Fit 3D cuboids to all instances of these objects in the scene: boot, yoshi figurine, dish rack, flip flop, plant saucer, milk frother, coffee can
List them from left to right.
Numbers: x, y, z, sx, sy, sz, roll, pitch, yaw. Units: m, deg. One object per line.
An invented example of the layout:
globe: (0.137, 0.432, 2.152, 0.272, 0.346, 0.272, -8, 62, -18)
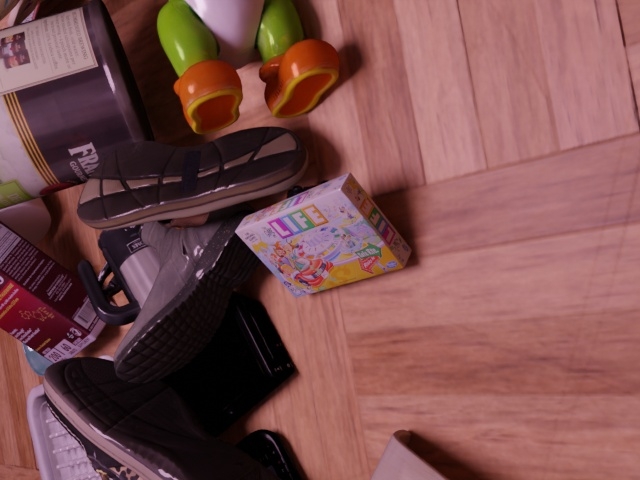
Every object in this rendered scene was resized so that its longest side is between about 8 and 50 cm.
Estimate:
coffee can: (-0.357, -0.148, 0.867, 0.201, 0.275, 0.202, 161, 90, -84)
plant saucer: (-0.465, 0.167, 1.222, 0.119, 0.021, 0.119, 7, 101, 43)
dish rack: (-0.311, 0.324, 1.068, 0.332, 0.072, 0.286, -25, 79, 42)
boot: (-0.209, 0.333, 0.852, 0.377, 0.138, 0.284, 28, 109, 22)
milk frother: (-0.235, 0.061, 0.960, 0.135, 0.129, 0.143, 55, 171, 23)
boot: (-0.170, 0.033, 0.851, 0.246, 0.083, 0.161, -51, 48, 1)
flip flop: (-0.139, -0.055, 0.782, 0.277, 0.080, 0.112, -9, 51, 16)
yoshi figurine: (-0.106, -0.308, 0.729, 0.203, 0.203, 0.362, -25, 76, 26)

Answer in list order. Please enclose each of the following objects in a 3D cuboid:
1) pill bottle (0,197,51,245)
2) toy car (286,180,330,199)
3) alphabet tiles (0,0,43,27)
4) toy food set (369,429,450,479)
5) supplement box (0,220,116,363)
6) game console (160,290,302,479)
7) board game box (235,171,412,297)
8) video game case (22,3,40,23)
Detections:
pill bottle: (-0.550, -0.117, 1.168, 0.283, 0.160, 0.160, 55, 128, 22)
toy car: (-0.018, -0.064, 0.783, 0.040, 0.060, 0.122, 70, 176, -53)
alphabet tiles: (-0.288, -0.369, 0.840, 0.021, 0.284, 0.278, 38, 146, -15)
toy food set: (0.121, 0.331, 0.612, 0.306, 0.092, 0.220, 28, 92, 48)
supplement box: (-0.433, 0.072, 1.054, 0.239, 0.073, 0.130, 40, 132, -17)
game console: (-0.075, 0.247, 0.859, 0.213, 0.044, 0.361, -46, 66, 37)
board game box: (0.000, 0.000, 0.729, 0.154, 0.026, 0.103, -20, 120, 43)
video game case: (-0.397, -0.383, 1.026, 0.285, 0.025, 0.204, -56, 32, 32)
